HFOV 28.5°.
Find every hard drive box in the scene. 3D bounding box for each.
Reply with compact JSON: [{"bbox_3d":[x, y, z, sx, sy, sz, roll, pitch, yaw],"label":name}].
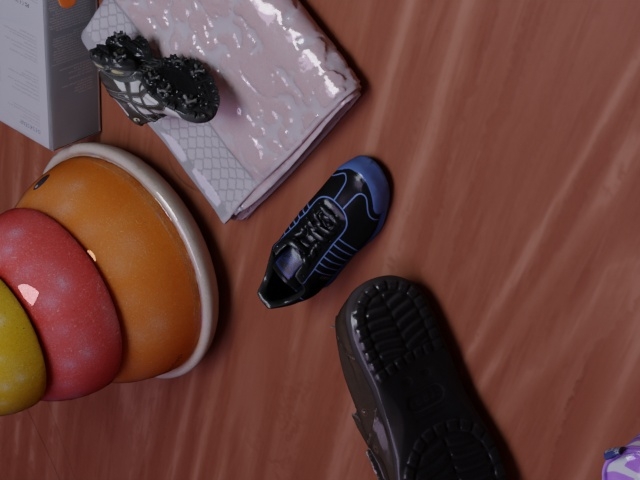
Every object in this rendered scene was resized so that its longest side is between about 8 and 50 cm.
[{"bbox_3d":[-0.385,-0.263,1.674,0.181,0.089,0.232,29,130,31],"label":"hard drive box"}]

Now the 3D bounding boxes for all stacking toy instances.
[{"bbox_3d":[-0.397,0.105,1.602,0.350,0.480,0.351,23,127,34],"label":"stacking toy"}]

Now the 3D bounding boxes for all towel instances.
[{"bbox_3d":[-0.129,-0.217,1.478,0.332,0.053,0.317,53,138,7],"label":"towel"}]

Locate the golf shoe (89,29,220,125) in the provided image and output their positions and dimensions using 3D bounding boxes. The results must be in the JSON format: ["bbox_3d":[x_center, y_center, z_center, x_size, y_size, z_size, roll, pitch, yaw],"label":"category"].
[{"bbox_3d":[-0.185,-0.171,1.475,0.198,0.077,0.094,34,145,34],"label":"golf shoe"}]

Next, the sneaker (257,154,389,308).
[{"bbox_3d":[0.000,0.000,1.443,0.081,0.090,0.232,46,137,16],"label":"sneaker"}]

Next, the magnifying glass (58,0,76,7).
[{"bbox_3d":[-0.344,-0.361,1.553,0.092,0.026,0.231,82,161,-49],"label":"magnifying glass"}]

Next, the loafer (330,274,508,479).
[{"bbox_3d":[0.112,0.215,1.453,0.130,0.133,0.366,169,84,-71],"label":"loafer"}]

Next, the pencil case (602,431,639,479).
[{"bbox_3d":[0.331,0.193,1.145,0.088,0.206,0.086,-41,76,43],"label":"pencil case"}]
